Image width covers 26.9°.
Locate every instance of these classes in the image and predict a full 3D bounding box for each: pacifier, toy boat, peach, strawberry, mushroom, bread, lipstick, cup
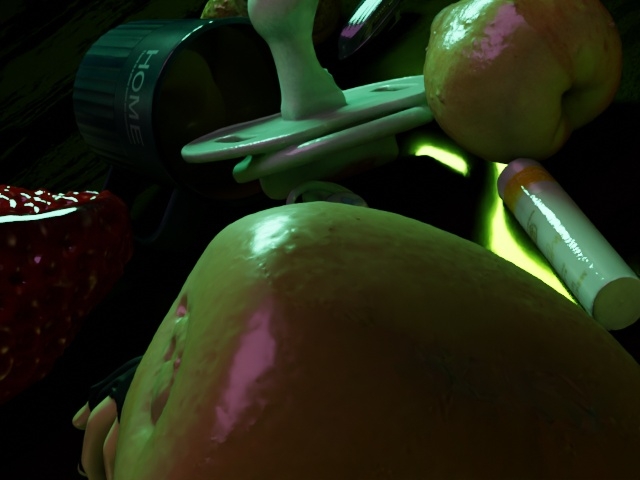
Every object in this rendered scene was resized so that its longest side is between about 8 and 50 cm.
[{"bbox_3d":[-0.011,-0.194,1.588,0.343,0.269,0.288,-24,16,-25],"label":"pacifier"},{"bbox_3d":[0.069,-0.314,1.927,0.141,0.060,0.055,-52,33,-12],"label":"toy boat"},{"bbox_3d":[0.206,-0.197,1.469,0.232,0.232,0.232,-26,32,17],"label":"peach"},{"bbox_3d":[-0.395,0.056,1.711,0.345,0.295,0.317,-19,-8,-12],"label":"strawberry"},{"bbox_3d":[0.000,0.000,1.523,0.116,0.126,0.150,-43,27,41],"label":"pacifier"},{"bbox_3d":[-0.090,-0.379,1.994,0.267,0.267,0.254,7,51,50],"label":"mushroom"},{"bbox_3d":[0.062,0.151,0.971,0.253,0.376,0.348,-45,23,47],"label":"bread"},{"bbox_3d":[0.241,-0.003,1.313,0.059,0.059,0.264,-33,31,5],"label":"lipstick"},{"bbox_3d":[-0.180,-0.156,1.832,0.242,0.308,0.292,-14,18,-30],"label":"cup"}]

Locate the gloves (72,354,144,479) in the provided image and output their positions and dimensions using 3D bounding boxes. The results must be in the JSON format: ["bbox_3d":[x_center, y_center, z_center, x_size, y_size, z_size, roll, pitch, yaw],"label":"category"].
[{"bbox_3d":[-0.147,0.184,1.364,0.301,0.152,0.197,-20,-10,36],"label":"gloves"}]
